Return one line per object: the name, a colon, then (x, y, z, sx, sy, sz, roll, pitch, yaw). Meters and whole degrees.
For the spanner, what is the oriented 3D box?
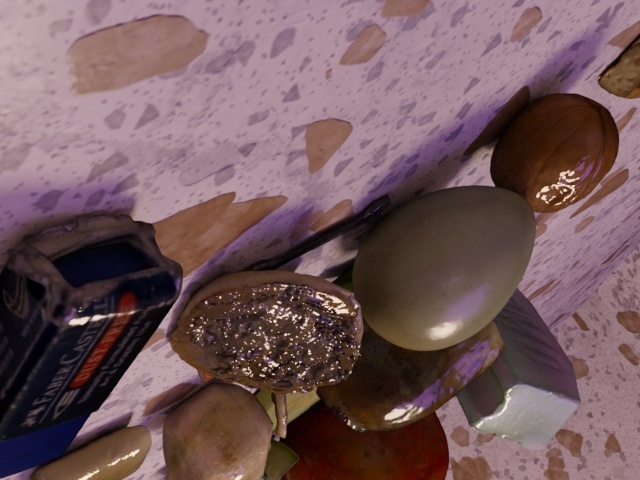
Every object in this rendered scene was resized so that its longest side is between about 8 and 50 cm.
spanner: (0.000, 0.000, 1.215, 0.254, 0.015, 0.054, -27, 160, -26)

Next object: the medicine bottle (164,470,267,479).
medicine bottle: (-0.208, 0.472, 1.746, 0.168, 0.135, 0.135, -36, 161, -5)

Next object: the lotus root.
lotus root: (0.154, 0.209, 1.630, 0.346, 0.250, 0.250, -38, 161, -6)

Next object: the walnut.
walnut: (0.350, -0.129, 1.319, 0.167, 0.167, 0.207, -21, 157, -38)

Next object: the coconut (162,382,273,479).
coconut: (-0.172, 0.338, 1.444, 0.194, 0.194, 0.194, -33, 160, -13)

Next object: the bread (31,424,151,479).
bread: (-0.350, 0.347, 1.325, 0.178, 0.060, 0.139, -20, 155, -41)

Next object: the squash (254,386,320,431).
squash: (-0.039, 0.294, 1.764, 0.252, 0.049, 0.252, -33, 160, -14)

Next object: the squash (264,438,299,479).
squash: (-0.164, 0.512, 1.896, 0.237, 0.204, 0.155, -38, 141, -9)

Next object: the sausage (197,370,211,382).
sausage: (-0.141, 0.181, 1.357, 0.107, 0.031, 0.031, -28, 159, -29)

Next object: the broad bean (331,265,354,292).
broad bean: (0.100, 0.053, 1.468, 0.060, 0.043, 0.297, -38, 164, 32)

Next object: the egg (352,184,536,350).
egg: (0.184, 0.032, 1.297, 0.295, 0.218, 0.218, -40, 161, 10)

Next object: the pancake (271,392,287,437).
pancake: (-0.073, 0.250, 1.461, 0.028, 0.158, 0.158, -9, 157, -4)

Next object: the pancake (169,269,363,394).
pancake: (-0.066, 0.129, 1.177, 0.282, 0.049, 0.282, -4, 142, -3)

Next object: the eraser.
eraser: (-0.273, 0.117, 0.874, 0.155, 0.101, 0.332, -12, 148, -49)

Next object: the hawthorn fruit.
hawthorn fruit: (0.119, 0.496, 1.993, 0.403, 0.403, 0.403, -33, 160, -13)

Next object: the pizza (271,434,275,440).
pizza: (-0.147, 0.528, 1.984, 0.154, 0.069, 0.194, -37, -167, 5)

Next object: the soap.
soap: (0.375, 0.228, 1.866, 0.261, 0.446, 0.156, 22, 115, -26)

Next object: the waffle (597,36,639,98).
waffle: (0.580, -0.332, 1.405, 0.168, 0.057, 0.274, -10, 146, -54)
